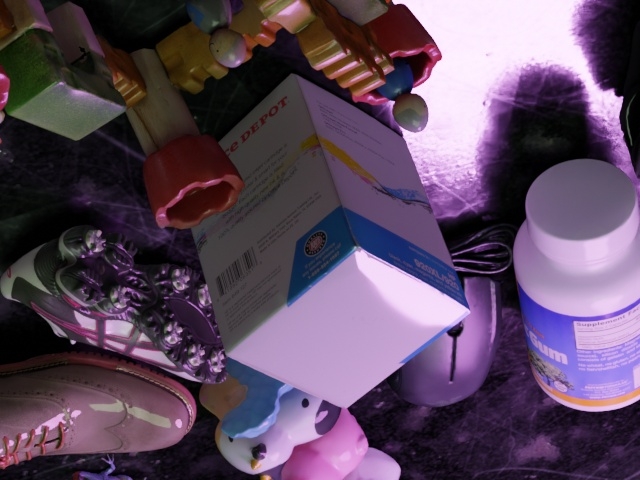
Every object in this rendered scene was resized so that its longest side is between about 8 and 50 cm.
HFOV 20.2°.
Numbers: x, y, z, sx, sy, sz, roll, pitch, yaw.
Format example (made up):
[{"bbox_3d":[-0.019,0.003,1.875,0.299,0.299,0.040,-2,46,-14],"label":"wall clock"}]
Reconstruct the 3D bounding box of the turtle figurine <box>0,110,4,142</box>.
[{"bbox_3d":[-0.358,-0.072,1.533,0.269,0.087,0.217,3,97,-29],"label":"turtle figurine"}]

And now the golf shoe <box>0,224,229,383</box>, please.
[{"bbox_3d":[-0.198,0.069,1.819,0.120,0.105,0.273,-15,143,34],"label":"golf shoe"}]

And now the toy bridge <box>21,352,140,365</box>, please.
[{"bbox_3d":[-0.277,0.148,1.911,0.188,0.026,0.063,-5,136,-11],"label":"toy bridge"}]

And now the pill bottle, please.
[{"bbox_3d":[0.282,0.045,1.879,0.152,0.152,0.272,-16,138,0],"label":"pill bottle"}]

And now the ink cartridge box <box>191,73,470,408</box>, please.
[{"bbox_3d":[0.000,0.000,1.683,0.171,0.233,0.168,-40,135,24],"label":"ink cartridge box"}]

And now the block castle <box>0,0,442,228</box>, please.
[{"bbox_3d":[-0.108,-0.156,1.389,0.303,0.213,0.453,-32,159,16],"label":"block castle"}]

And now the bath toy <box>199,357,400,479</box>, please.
[{"bbox_3d":[-0.011,0.248,2.027,0.151,0.129,0.348,-25,138,10],"label":"bath toy"}]

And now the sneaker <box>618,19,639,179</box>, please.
[{"bbox_3d":[0.449,-0.109,1.789,0.257,0.169,0.447,-24,130,22],"label":"sneaker"}]

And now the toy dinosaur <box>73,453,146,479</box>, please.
[{"bbox_3d":[-0.245,0.286,2.063,0.082,0.047,0.090,12,145,-3],"label":"toy dinosaur"}]

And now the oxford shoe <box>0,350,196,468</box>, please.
[{"bbox_3d":[-0.301,0.194,1.829,0.348,0.130,0.123,2,125,-5],"label":"oxford shoe"}]

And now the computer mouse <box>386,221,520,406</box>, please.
[{"bbox_3d":[0.130,0.103,1.954,0.188,0.072,0.272,-10,138,-8],"label":"computer mouse"}]
